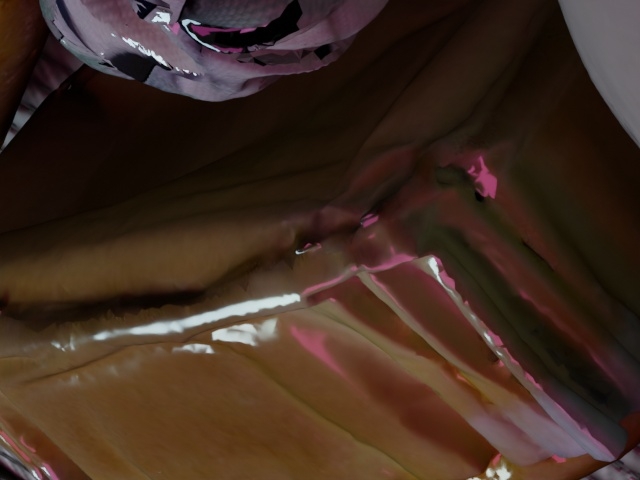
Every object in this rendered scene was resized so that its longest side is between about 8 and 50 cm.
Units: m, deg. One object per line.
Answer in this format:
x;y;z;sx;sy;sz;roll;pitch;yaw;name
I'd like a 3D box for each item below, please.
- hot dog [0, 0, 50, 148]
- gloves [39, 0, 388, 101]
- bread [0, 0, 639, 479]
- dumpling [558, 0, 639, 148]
-0.122;-0.067;0.597;0.100;0.068;0.249;63;152;11;hot dog
-0.018;-0.103;0.395;0.111;0.127;0.212;26;163;-13;gloves
0.000;0.000;0.515;0.241;0.136;0.107;-10;131;50;bread
0.091;-0.051;0.344;0.092;0.150;0.176;-28;96;20;dumpling
